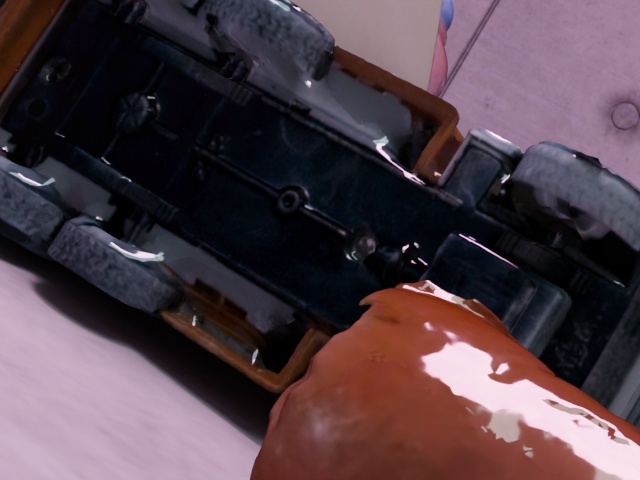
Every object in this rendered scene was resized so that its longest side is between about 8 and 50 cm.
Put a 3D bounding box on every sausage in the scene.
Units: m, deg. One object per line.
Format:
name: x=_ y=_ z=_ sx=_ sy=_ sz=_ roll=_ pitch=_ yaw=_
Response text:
sausage: x=0.149 y=0.145 z=0.330 sx=0.419 sy=0.094 sz=0.094 roll=34 pitch=46 yaw=31

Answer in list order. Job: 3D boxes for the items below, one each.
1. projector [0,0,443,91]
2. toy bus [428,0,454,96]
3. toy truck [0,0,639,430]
projector: x=-0.094 y=-0.178 z=0.866 sx=0.248 sy=0.249 sz=0.249 roll=2 pitch=-13 yaw=37
toy bus: x=-0.024 y=-0.160 z=1.165 sx=0.294 sy=0.232 sz=0.197 roll=50 pitch=2 yaw=-10
toy truck: x=0.000 y=0.000 z=0.609 sx=0.305 sy=0.136 sz=0.162 roll=31 pitch=-4 yaw=25
